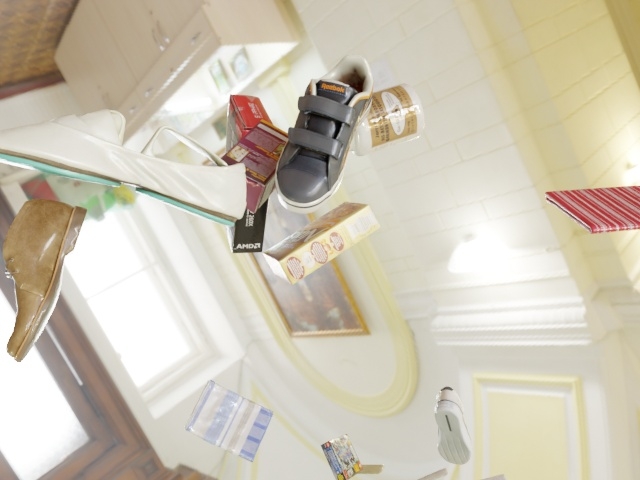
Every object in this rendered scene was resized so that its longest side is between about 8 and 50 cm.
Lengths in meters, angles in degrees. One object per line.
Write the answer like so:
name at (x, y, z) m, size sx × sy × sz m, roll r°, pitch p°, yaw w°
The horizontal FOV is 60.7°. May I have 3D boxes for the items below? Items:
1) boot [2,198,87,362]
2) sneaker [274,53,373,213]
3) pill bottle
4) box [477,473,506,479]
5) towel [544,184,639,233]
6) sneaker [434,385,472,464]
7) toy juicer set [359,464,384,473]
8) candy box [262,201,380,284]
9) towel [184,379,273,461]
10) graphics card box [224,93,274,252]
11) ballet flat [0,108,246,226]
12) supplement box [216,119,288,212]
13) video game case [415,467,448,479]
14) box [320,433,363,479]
boot at (-0.533, 0.067, 1.004) m, size 0.112 × 0.115 × 0.305 m, roll -26°, pitch -130°, yaw 58°
sneaker at (0.005, -0.205, 0.985) m, size 0.127 × 0.126 × 0.321 m, roll 90°, pitch 21°, yaw -60°
pill bottle at (0.108, -0.265, 1.245) m, size 0.229 × 0.131 × 0.131 m, roll -20°, pitch -173°, yaw -11°
box at (0.425, 0.804, 1.698) m, size 0.324 × 0.063 × 0.067 m, roll -16°, pitch -131°, yaw 1°
towel at (0.673, -0.069, 1.221) m, size 0.275 × 0.031 × 0.199 m, roll -4°, pitch -152°, yaw -9°
sneaker at (0.358, 0.494, 1.450) m, size 0.094 × 0.258 × 0.091 m, roll 3°, pitch -143°, yaw 22°
toy juicer set at (0.111, 0.882, 1.842) m, size 0.209 × 0.329 × 0.089 m, roll 8°, pitch 173°, yaw 42°
candy box at (0.000, 0.000, 1.625) m, size 0.316 × 0.087 × 0.183 m, roll -32°, pitch -164°, yaw -14°
towel at (-0.336, 0.665, 2.027) m, size 0.209 × 0.285 × 0.034 m, roll -64°, pitch -178°, yaw -37°
graphics card box at (-0.202, -0.177, 1.475) m, size 0.094 × 0.371 × 0.233 m, roll -1°, pitch -146°, yaw -20°
ballet flat at (-0.296, -0.131, 0.865) m, size 0.400 × 0.139 × 0.139 m, roll 16°, pitch 163°, yaw -31°
supplement box at (-0.127, -0.155, 1.117) m, size 0.188 × 0.104 × 0.081 m, roll -57°, pitch 175°, yaw -46°
video game case at (0.355, 0.862, 1.943) m, size 0.201 × 0.023 × 0.183 m, roll -22°, pitch 152°, yaw -1°
box at (0.053, 0.514, 1.292) m, size 0.027 × 0.094 × 0.137 m, roll -31°, pitch 160°, yaw 12°
